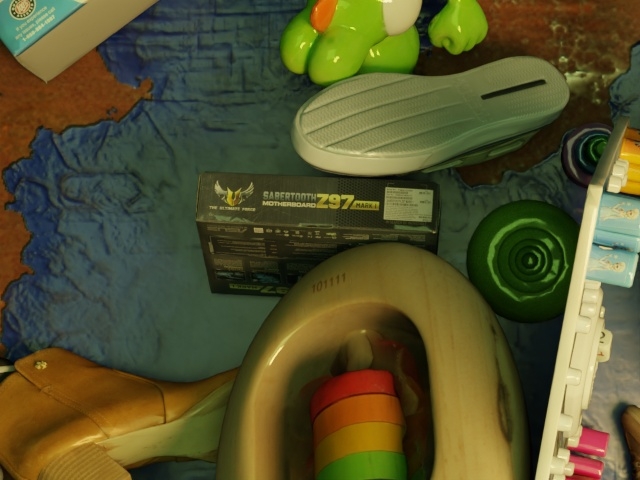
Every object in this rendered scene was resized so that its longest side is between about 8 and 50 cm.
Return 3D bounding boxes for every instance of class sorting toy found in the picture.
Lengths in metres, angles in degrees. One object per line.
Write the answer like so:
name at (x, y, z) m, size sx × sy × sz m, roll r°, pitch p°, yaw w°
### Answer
sorting toy at (0.198, 0.039, 1.711) m, size 0.127 × 0.126 × 0.365 m, roll 32°, pitch 89°, yaw 4°

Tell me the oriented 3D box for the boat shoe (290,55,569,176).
boat shoe at (0.107, -0.104, 1.680) m, size 0.302 × 0.094 × 0.109 m, roll -11°, pitch 58°, yaw -25°

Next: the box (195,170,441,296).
box at (0.000, 0.000, 1.690) m, size 0.232 × 0.183 × 0.059 m, roll 3°, pitch 65°, yaw 4°

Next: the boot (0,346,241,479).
boot at (-0.190, 0.155, 1.729) m, size 0.295 × 0.104 × 0.211 m, roll -31°, pitch 47°, yaw -33°

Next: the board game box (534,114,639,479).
board game box at (0.243, 0.109, 1.525) m, size 0.050 × 0.390 × 0.390 m, roll 11°, pitch 105°, yaw 11°

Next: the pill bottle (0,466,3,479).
pill bottle at (-0.389, 0.252, 1.732) m, size 0.193 × 0.108 × 0.108 m, roll 27°, pitch 88°, yaw 4°

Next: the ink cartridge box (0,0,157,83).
ink cartridge box at (-0.293, -0.311, 1.731) m, size 0.171 × 0.168 × 0.233 m, roll -37°, pitch 85°, yaw 1°

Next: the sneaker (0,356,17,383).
sneaker at (-0.418, 0.089, 1.756) m, size 0.234 × 0.084 × 0.097 m, roll 14°, pitch 86°, yaw 3°

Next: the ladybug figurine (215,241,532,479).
ladybug figurine at (0.059, 0.212, 1.526) m, size 0.305 × 0.162 × 0.449 m, roll -20°, pitch 49°, yaw 26°

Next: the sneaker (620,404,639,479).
sneaker at (0.342, 0.257, 1.721) m, size 0.071 × 0.066 × 0.188 m, roll -32°, pitch 85°, yaw 1°

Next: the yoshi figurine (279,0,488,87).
yoshi figurine at (0.090, -0.285, 1.738) m, size 0.203 × 0.203 × 0.362 m, roll 45°, pitch 75°, yaw -29°
